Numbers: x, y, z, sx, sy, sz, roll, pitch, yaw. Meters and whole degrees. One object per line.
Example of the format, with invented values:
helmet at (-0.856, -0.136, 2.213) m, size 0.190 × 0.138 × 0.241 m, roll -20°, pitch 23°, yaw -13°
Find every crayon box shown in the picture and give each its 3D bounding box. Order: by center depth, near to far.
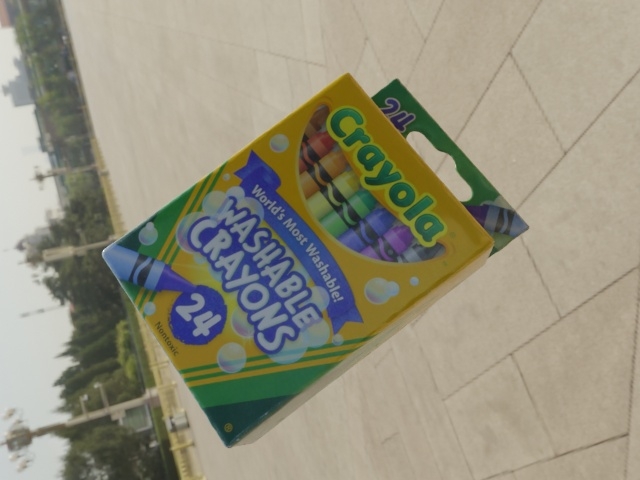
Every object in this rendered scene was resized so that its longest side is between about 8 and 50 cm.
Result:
crayon box at (0.000, 0.000, 0.602) m, size 0.203 × 0.323 × 0.083 m, roll 52°, pitch 177°, yaw 16°
